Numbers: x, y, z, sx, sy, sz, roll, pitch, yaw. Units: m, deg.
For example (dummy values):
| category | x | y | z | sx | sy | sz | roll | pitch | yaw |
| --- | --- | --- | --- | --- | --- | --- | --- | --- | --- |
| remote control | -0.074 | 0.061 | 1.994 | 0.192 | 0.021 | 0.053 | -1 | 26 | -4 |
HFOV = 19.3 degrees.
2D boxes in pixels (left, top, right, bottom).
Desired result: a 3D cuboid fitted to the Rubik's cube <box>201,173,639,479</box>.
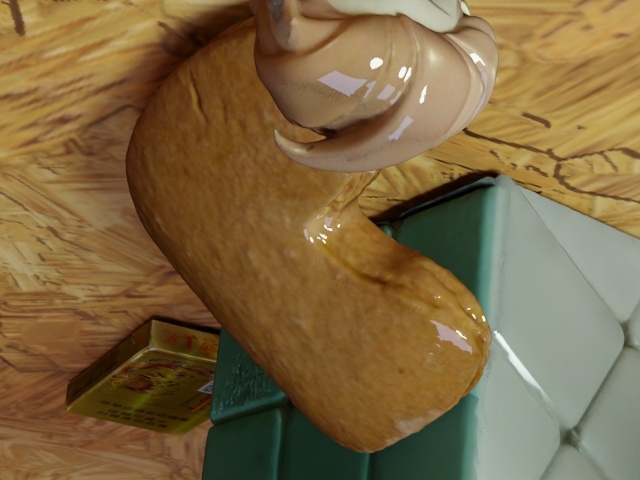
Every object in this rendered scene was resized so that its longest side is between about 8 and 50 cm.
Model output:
| category | x | y | z | sx | sy | sz | roll | pitch | yaw |
| --- | --- | --- | --- | --- | --- | --- | --- | --- | --- |
| Rubik's cube | 0.086 | 0.127 | 0.988 | 0.221 | 0.231 | 0.225 | 22 | 153 | -34 |

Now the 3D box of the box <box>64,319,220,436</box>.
| category | x | y | z | sx | sy | sz | roll | pitch | yaw |
| --- | --- | --- | --- | --- | --- | --- | --- | --- | --- |
| box | -0.095 | 0.088 | 1.186 | 0.089 | 0.022 | 0.156 | 12 | 155 | -22 |

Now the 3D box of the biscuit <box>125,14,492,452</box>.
| category | x | y | z | sx | sy | sz | roll | pitch | yaw |
| --- | --- | --- | --- | --- | --- | --- | --- | --- | --- |
| biscuit | 0.000 | 0.000 | 0.809 | 0.192 | 0.036 | 0.186 | 49 | 143 | -3 |

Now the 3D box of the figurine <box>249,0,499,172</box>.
| category | x | y | z | sx | sy | sz | roll | pitch | yaw |
| --- | --- | --- | --- | --- | --- | --- | --- | --- | --- |
| figurine | 0.019 | -0.097 | 0.595 | 0.126 | 0.157 | 0.114 | 10 | 178 | -26 |
